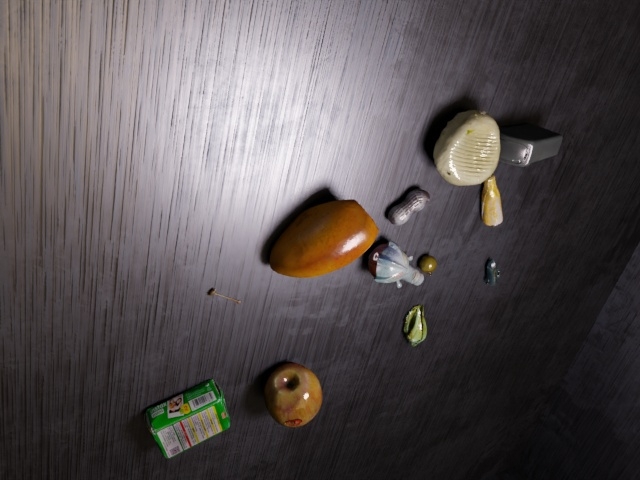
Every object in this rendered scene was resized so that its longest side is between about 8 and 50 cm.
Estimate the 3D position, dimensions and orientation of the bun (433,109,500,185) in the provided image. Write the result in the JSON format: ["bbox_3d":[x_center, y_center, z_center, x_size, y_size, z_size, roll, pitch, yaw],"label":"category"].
[{"bbox_3d":[0.484,-0.306,1.643,0.260,0.160,0.258,-6,107,-21],"label":"bun"}]

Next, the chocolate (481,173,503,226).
[{"bbox_3d":[0.663,-0.162,1.913,0.086,0.086,0.219,-30,127,-15],"label":"chocolate"}]

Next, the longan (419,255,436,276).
[{"bbox_3d":[0.418,0.099,1.903,0.075,0.083,0.075,-9,158,-4],"label":"longan"}]

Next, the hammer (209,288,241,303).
[{"bbox_3d":[-0.291,0.175,1.518,0.029,0.014,0.123,-48,136,13],"label":"hammer"}]

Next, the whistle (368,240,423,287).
[{"bbox_3d":[0.277,0.098,1.787,0.346,0.134,0.142,26,61,-52],"label":"whistle"}]

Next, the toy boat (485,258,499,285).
[{"bbox_3d":[0.756,0.134,2.171,0.060,0.055,0.141,-24,129,-10],"label":"toy boat"}]

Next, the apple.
[{"bbox_3d":[-0.099,0.552,1.756,0.211,0.211,0.187,-29,132,-16],"label":"apple"}]

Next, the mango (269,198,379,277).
[{"bbox_3d":[0.000,0.000,1.501,0.350,0.199,0.201,-28,102,0],"label":"mango"}]

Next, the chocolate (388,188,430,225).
[{"bbox_3d":[0.304,-0.116,1.696,0.167,0.072,0.072,-40,132,-3],"label":"chocolate"}]

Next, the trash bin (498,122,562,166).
[{"bbox_3d":[0.726,-0.348,1.767,0.237,0.177,0.101,-17,126,-30],"label":"trash bin"}]

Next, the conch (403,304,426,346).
[{"bbox_3d":[0.398,0.369,2.066,0.095,0.079,0.200,-16,109,-10],"label":"conch"}]

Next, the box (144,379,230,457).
[{"bbox_3d":[-0.434,0.587,1.622,0.250,0.103,0.180,-21,127,-21],"label":"box"}]
